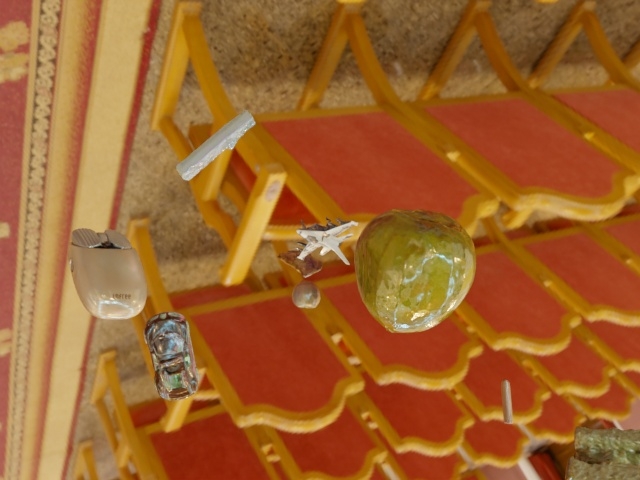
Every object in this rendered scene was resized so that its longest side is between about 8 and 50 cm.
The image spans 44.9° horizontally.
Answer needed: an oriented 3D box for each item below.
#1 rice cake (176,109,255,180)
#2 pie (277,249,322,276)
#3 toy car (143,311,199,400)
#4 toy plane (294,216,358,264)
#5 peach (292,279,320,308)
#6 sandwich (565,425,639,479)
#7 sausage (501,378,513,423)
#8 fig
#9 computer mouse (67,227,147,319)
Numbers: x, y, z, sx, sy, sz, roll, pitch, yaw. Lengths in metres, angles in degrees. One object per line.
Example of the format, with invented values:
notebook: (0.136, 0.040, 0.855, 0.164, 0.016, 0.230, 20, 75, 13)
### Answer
rice cake: (-0.200, -0.182, 1.496, 0.180, 0.042, 0.030, -39, 153, 2)
pie: (-0.047, 0.057, 2.029, 0.092, 0.170, 0.034, -12, 113, -29)
toy car: (-0.226, 0.179, 1.180, 0.069, 0.055, 0.142, -10, 110, -7)
toy plane: (-0.003, -0.011, 1.713, 0.160, 0.082, 0.234, -33, 147, 17)
peach: (-0.039, 0.152, 2.171, 0.083, 0.083, 0.083, -21, 149, -13)
sandwich: (0.487, 0.369, 1.287, 0.122, 0.128, 0.235, -5, -156, 27)
sausage: (0.497, 0.428, 2.066, 0.026, 0.116, 0.026, -1, 167, 0)
fig: (0.251, 0.086, 2.074, 0.343, 0.343, 0.343, -21, 149, -13)
computer mouse: (-0.441, 0.062, 1.608, 0.145, 0.236, 0.082, 4, 133, -33)
